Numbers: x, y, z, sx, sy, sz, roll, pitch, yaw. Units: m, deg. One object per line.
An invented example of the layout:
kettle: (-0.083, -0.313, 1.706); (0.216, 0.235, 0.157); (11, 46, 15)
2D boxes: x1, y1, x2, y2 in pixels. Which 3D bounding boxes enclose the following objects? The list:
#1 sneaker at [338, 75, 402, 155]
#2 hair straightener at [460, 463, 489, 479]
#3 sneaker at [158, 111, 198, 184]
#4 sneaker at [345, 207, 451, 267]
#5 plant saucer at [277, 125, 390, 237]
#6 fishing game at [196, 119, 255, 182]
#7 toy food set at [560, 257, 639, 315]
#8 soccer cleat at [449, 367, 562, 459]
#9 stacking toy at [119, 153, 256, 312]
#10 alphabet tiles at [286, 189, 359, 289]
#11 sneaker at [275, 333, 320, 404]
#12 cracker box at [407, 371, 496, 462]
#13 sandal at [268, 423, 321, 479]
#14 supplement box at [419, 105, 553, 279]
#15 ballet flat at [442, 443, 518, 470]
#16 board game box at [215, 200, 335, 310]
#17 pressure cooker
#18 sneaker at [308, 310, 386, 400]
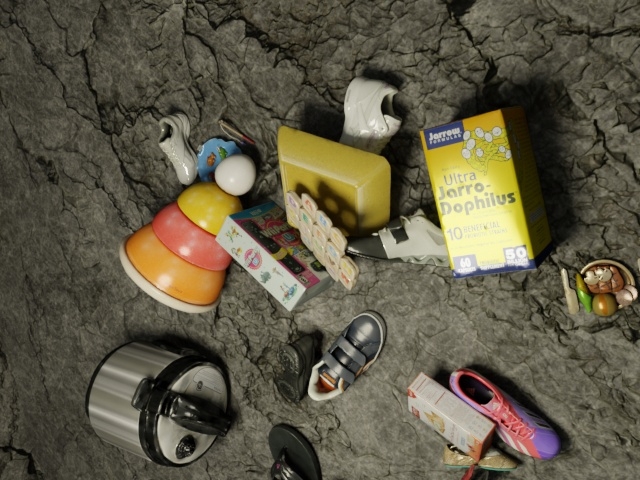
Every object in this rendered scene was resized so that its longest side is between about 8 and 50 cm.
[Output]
sneaker: (0.125, -0.265, 1.619); (0.152, 0.114, 0.304); (16, 110, 28)
hair straightener: (0.412, 0.691, 1.705); (0.089, 0.047, 0.230); (24, 132, 10)
sneaker: (-0.460, -0.284, 1.966); (0.090, 0.115, 0.232); (-9, 98, 31)
sneaker: (0.208, -0.013, 1.596); (0.331, 0.122, 0.146); (4, 94, -4)
plant saucer: (0.020, -0.110, 1.660); (0.333, 0.081, 0.332); (22, 140, 25)
fishing game: (-0.310, -0.227, 1.932); (0.189, 0.041, 0.264); (34, 117, 13)
toy food set: (0.658, 0.110, 1.442); (0.192, 0.039, 0.132); (-13, 95, 33)
soccer cleat: (0.463, 0.439, 1.585); (0.318, 0.116, 0.108); (37, 85, 20)
stacking toy: (-0.339, -0.052, 1.876); (0.350, 0.351, 0.480); (43, 106, 15)
alphabet tiles: (0.000, 0.000, 1.616); (0.284, 0.021, 0.278); (51, 162, 17)
sneaker: (-0.056, 0.395, 1.909); (0.109, 0.130, 0.286); (40, 142, 25)
cracker box: (0.340, 0.465, 1.649); (0.232, 0.067, 0.155); (33, 155, 29)
sandal: (-0.076, 0.816, 2.028); (0.168, 0.107, 0.445); (-11, 98, 33)
supplement box: (0.390, -0.112, 1.452); (0.194, 0.195, 0.356); (-11, 96, 33)
ballet flat: (0.426, 0.579, 1.691); (0.206, 0.073, 0.067); (-9, 84, 29)
board game box: (-0.112, 0.035, 1.776); (0.303, 0.224, 0.097); (41, 121, 15)
pressure cooker: (-0.503, 0.541, 2.061); (0.421, 0.370, 0.375); (8, 110, 33)
sneaker: (0.073, 0.348, 1.808); (0.126, 0.127, 0.321); (38, 118, 19)
